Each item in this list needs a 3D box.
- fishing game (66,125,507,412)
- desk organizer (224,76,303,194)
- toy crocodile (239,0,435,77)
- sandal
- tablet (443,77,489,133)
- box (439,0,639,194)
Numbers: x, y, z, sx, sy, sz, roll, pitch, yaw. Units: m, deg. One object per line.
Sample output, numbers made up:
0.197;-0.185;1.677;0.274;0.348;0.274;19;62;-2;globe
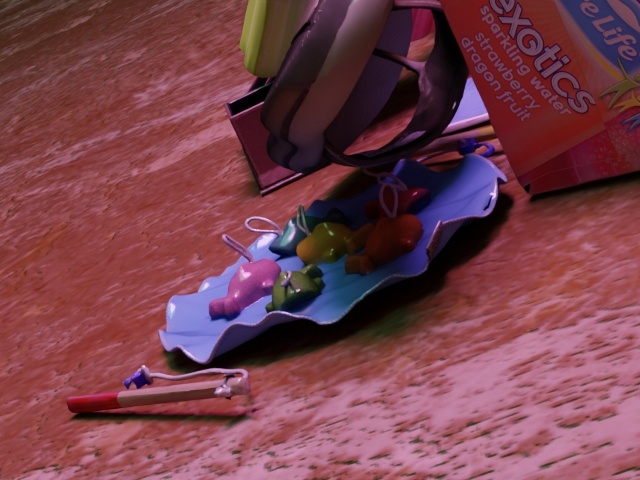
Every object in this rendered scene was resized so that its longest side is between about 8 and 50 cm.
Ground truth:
0.000;0.000;0.933;0.189;0.041;0.264;-9;23;50;fishing game
-0.032;-0.074;1.179;0.047;0.050;0.130;-25;17;0;desk organizer
0.077;-0.179;1.212;0.105;0.115;0.340;37;41;24;toy crocodile
0.028;-0.079;0.949;0.086;0.120;0.303;19;6;1;sandal
0.092;-0.082;1.102;0.054;0.006;0.083;-14;19;33;tablet
0.190;-0.163;0.960;0.142;0.154;0.300;-11;21;38;box
